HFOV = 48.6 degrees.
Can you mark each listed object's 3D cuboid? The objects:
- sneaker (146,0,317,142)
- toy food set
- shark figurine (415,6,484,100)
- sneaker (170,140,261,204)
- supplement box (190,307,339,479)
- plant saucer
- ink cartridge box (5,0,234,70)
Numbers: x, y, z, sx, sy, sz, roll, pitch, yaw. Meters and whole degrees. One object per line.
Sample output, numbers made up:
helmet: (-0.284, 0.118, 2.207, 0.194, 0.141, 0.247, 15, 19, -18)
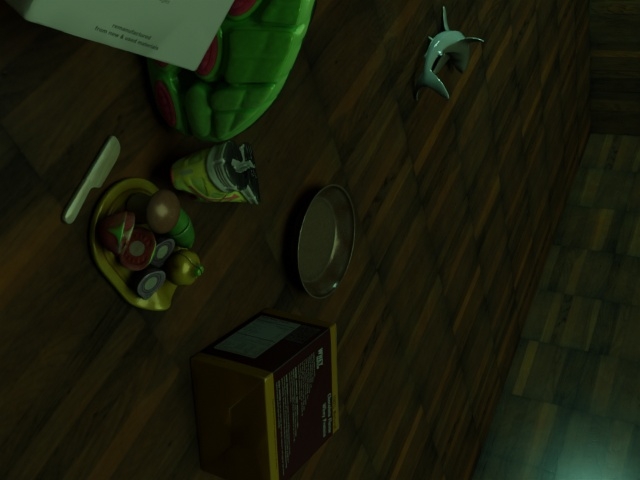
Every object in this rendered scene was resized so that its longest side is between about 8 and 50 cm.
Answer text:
sneaker: (-0.046, -0.331, 0.817, 0.483, 0.185, 0.202, -64, 168, 15)
toy food set: (-0.198, -0.003, 0.835, 0.128, 0.071, 0.218, -62, 146, -29)
shark figurine: (0.293, -0.414, 1.550, 0.278, 0.116, 0.166, -43, 132, -50)
sneaker: (-0.136, -0.085, 0.923, 0.208, 0.094, 0.081, 28, 51, -81)
supplement box: (-0.075, 0.233, 1.062, 0.194, 0.129, 0.191, -30, 124, -54)
plant saucer: (0.000, 0.000, 1.224, 0.198, 0.036, 0.199, -24, 118, -56)
ink cartridge box: (-0.156, -0.321, 0.577, 0.270, 0.198, 0.197, -56, 157, 18)
